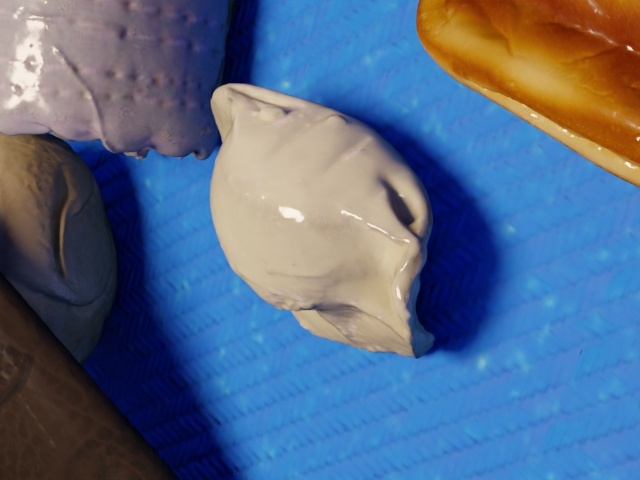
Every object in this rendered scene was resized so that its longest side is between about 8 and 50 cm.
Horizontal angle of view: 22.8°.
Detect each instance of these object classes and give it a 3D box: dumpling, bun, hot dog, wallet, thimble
[{"bbox_3d":[-0.001,-0.002,0.839,0.169,0.100,0.134,23,143,22],"label":"dumpling"},{"bbox_3d":[-0.186,0.014,1.000,0.166,0.113,0.173,5,93,55],"label":"bun"},{"bbox_3d":[0.145,-0.078,0.697,0.249,0.068,0.100,34,102,38],"label":"hot dog"},{"bbox_3d":[-0.170,0.137,0.921,0.321,0.044,0.170,49,125,-3],"label":"wallet"},{"bbox_3d":[-0.129,-0.110,0.917,0.127,0.151,0.118,11,93,54],"label":"thimble"}]
